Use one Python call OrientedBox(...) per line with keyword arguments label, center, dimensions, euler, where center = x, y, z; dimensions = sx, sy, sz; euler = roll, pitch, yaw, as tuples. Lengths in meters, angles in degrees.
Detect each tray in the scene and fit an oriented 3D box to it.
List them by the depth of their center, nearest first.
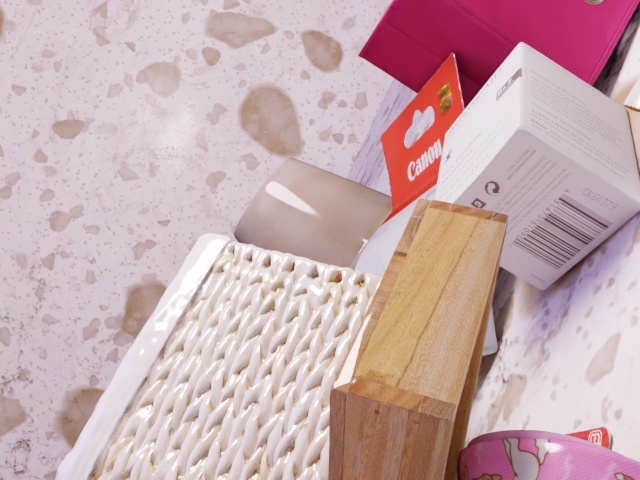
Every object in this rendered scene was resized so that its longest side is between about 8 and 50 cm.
OrientedBox(label="tray", center=(0.064, 0.195, 0.569), dimensions=(0.203, 0.076, 0.411), euler=(-58, -26, -50))

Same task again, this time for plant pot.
OrientedBox(label="plant pot", center=(0.000, 0.000, 1.398), dimensions=(0.323, 0.280, 0.323), euler=(-55, -3, -4))

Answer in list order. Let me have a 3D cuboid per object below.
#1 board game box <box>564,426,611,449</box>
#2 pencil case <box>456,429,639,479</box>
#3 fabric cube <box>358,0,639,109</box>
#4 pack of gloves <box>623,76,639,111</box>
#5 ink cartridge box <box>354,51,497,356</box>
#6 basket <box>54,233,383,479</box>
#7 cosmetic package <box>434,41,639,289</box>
OrientedBox(label="board game box", center=(0.159, 0.270, 0.575), dimensions=(0.259, 0.039, 0.124), euler=(-65, 7, -27))
OrientedBox(label="pencil case", center=(0.105, 0.299, 0.367), dimensions=(0.386, 0.160, 0.167), euler=(-69, -30, -30))
OrientedBox(label="fabric cube", center=(0.248, -0.325, 1.002), dimensions=(0.254, 0.258, 0.259), euler=(-58, 6, -13))
OrientedBox(label="pack of gloves", center=(0.381, -0.187, 0.593), dimensions=(0.232, 0.046, 0.195), euler=(-61, 23, 11))
OrientedBox(label="ink cartridge box", center=(0.116, -0.018, 1.018), dimensions=(0.308, 0.091, 0.385), euler=(136, 130, -71))
OrientedBox(label="basket", center=(-0.047, 0.222, 0.820), dimensions=(0.328, 0.266, 0.331), euler=(73, -147, -49))
OrientedBox(label="cosmetic package", center=(0.228, -0.081, 0.789), dimensions=(0.151, 0.151, 0.184), euler=(-52, 13, 40))
